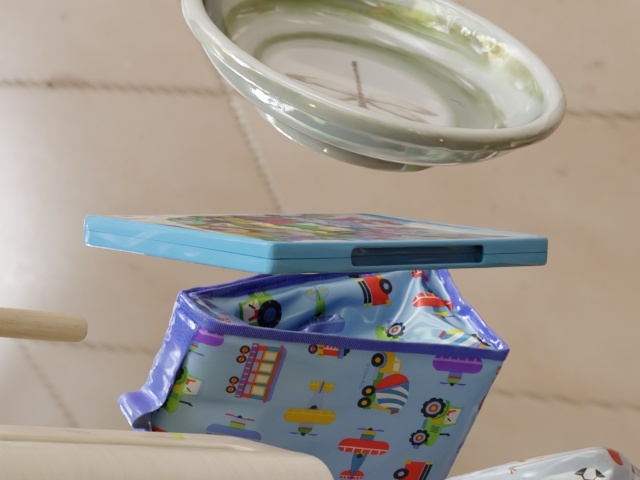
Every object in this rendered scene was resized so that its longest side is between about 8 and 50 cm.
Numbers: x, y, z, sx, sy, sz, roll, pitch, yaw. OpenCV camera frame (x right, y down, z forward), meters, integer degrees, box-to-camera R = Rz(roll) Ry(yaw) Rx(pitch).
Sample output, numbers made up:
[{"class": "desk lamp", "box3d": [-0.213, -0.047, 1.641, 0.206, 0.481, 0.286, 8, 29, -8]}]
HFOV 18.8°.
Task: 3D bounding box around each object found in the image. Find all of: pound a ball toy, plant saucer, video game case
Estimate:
[{"class": "pound a ball toy", "box3d": [-0.134, 0.136, 1.086, 0.319, 0.208, 0.136, 9, -179, -42]}, {"class": "plant saucer", "box3d": [0.044, -0.162, 1.945, 0.400, 0.400, 0.100, 21, 117, 2]}, {"class": "video game case", "box3d": [0.000, 0.000, 0.831, 0.166, 0.015, 0.119, -1, -174, -44]}]

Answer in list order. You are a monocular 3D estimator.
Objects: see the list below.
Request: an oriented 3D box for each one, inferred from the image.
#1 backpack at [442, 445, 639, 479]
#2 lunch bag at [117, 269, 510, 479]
[{"class": "backpack", "box3d": [0.172, 0.282, 1.462, 0.277, 0.213, 0.263, -12, 149, 22]}, {"class": "lunch bag", "box3d": [-0.029, 0.139, 1.581, 0.293, 0.138, 0.221, -1, 128, -33]}]
